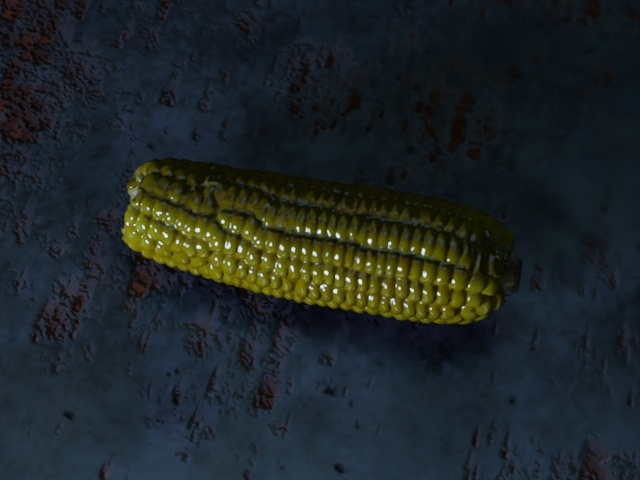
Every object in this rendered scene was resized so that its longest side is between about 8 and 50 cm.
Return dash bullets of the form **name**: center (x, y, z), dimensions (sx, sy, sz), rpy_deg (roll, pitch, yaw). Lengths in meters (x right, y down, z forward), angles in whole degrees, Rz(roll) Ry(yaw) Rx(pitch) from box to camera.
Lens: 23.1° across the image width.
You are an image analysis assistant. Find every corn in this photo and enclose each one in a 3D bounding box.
- **corn**: center (0.000, 0.000, 1.399), dimensions (0.363, 0.120, 0.120), rpy_deg (11, 54, 4)
